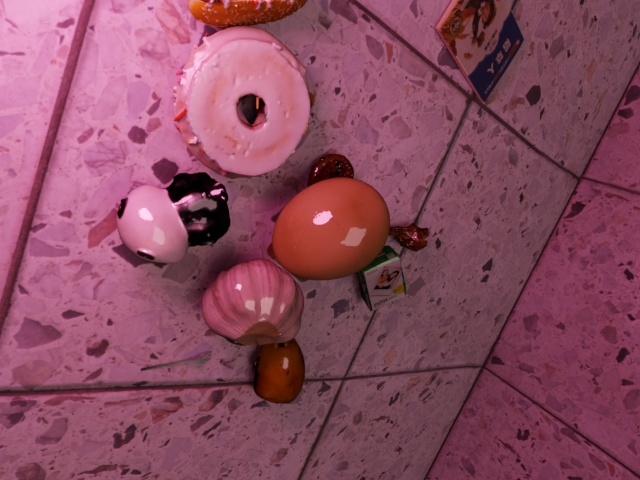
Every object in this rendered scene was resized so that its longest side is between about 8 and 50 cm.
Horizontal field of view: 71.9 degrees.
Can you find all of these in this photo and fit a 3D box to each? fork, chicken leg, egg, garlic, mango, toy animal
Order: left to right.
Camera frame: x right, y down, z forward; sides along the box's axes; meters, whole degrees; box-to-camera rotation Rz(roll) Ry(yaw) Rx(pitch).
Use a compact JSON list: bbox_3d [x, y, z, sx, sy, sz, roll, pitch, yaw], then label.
[{"bbox_3d":[-0.377,-0.054,1.133,0.266,0.212,0.213,-24,126,-23],"label":"toy animal"},{"bbox_3d":[-0.456,0.399,1.426,0.235,0.021,0.039,-4,112,-38],"label":"fork"},{"bbox_3d":[-0.203,0.189,1.368,0.316,0.260,0.318,-10,150,-6],"label":"garlic"},{"bbox_3d":[-0.147,0.476,1.628,0.201,0.152,0.288,-27,130,-39],"label":"mango"},{"bbox_3d":[0.031,-0.032,1.356,0.373,0.301,0.301,-21,130,7],"label":"egg"},{"bbox_3d":[0.318,-0.028,1.788,0.304,0.093,0.113,12,87,-34],"label":"chicken leg"}]

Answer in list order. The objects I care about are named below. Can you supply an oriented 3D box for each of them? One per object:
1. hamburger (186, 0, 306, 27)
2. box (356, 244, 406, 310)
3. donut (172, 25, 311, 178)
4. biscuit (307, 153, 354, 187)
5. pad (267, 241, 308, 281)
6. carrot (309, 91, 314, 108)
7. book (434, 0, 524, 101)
[{"bbox_3d":[-0.164,-0.573,1.006,0.295,0.227,0.152,-26,96,-26],"label":"hamburger"},{"bbox_3d":[0.241,0.151,1.771,0.179,0.103,0.250,-23,128,-7],"label":"box"},{"bbox_3d":[-0.203,-0.347,1.147,0.382,0.142,0.383,-18,122,-31],"label":"donut"},{"bbox_3d":[0.034,-0.202,1.482,0.192,0.049,0.192,-25,134,-29],"label":"biscuit"},{"bbox_3d":[-0.009,-0.015,1.542,0.323,0.055,0.250,-39,134,8],"label":"pad"},{"bbox_3d":[-0.070,-0.362,1.320,0.042,0.042,0.171,26,97,-44],"label":"carrot"},{"bbox_3d":[0.605,-0.766,1.646,0.427,0.039,0.300,30,92,-44],"label":"book"}]
